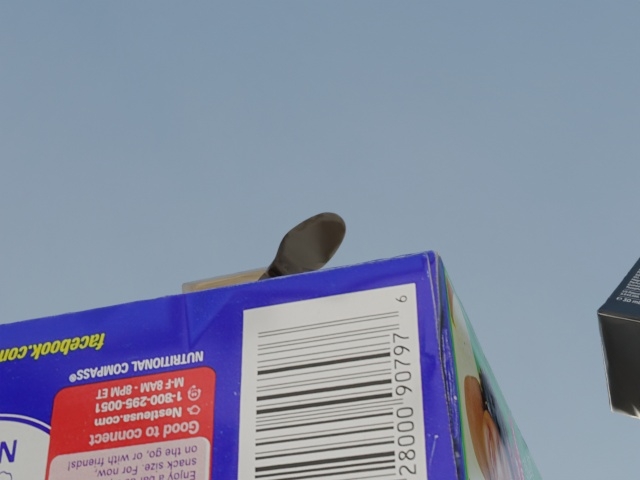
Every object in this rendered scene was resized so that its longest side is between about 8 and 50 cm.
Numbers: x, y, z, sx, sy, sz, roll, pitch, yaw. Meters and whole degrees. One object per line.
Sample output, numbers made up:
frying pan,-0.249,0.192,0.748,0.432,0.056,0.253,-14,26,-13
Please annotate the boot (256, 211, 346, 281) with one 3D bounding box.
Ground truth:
boot,0.000,0.000,0.852,0.037,0.114,0.106,49,-61,2

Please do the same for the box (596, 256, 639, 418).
box,0.350,0.058,0.726,0.184,0.261,0.103,-44,-49,-35

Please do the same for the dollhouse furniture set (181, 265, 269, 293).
dollhouse furniture set,-0.015,0.099,0.894,0.144,0.123,0.151,-11,-85,-36

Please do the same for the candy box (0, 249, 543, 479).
candy box,-0.034,0.147,0.480,0.268,0.122,0.317,-10,-32,16
